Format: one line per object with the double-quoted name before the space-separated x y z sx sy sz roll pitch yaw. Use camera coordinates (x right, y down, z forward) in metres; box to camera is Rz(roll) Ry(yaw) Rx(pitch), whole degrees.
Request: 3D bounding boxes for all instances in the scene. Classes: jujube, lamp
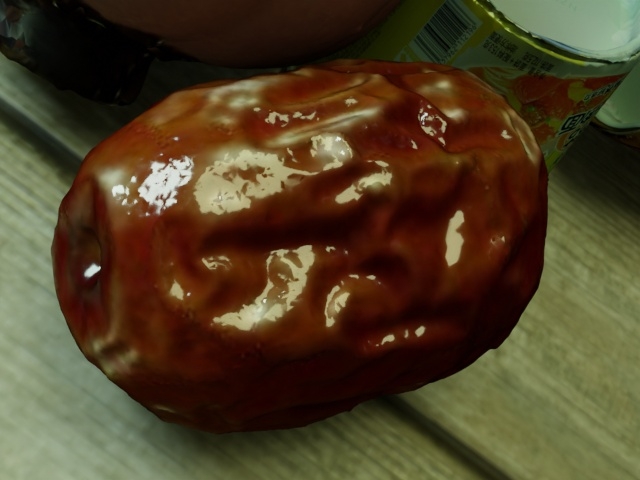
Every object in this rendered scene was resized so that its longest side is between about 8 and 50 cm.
"jujube" 0.000 0.000 0.585 0.250 0.174 0.174 -8 64 -36
"lamp" -0.089 -0.193 0.607 0.305 0.240 0.305 31 10 -6

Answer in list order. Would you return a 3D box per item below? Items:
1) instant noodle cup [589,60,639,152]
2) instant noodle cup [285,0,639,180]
"instant noodle cup" 0.279 -0.125 0.794 0.172 0.216 0.216 15 53 -26
"instant noodle cup" 0.095 -0.126 0.739 0.205 0.153 0.205 14 53 -20
